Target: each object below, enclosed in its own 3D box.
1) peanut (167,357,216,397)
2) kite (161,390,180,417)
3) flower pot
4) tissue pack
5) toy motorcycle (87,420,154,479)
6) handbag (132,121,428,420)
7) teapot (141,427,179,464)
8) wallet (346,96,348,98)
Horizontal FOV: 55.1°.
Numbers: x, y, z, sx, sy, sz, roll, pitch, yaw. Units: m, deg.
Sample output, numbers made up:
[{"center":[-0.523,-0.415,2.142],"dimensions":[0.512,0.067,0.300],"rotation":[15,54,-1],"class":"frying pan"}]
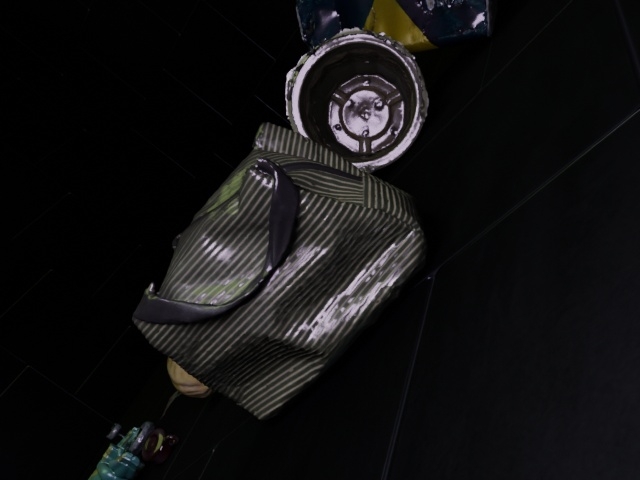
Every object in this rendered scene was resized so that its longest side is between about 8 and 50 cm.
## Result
[{"center":[-0.210,0.197,1.279],"dimensions":[0.147,0.147,0.306],"rotation":[-47,8,30],"class":"peanut"},{"center":[-0.410,0.444,1.727],"dimensions":[0.137,0.005,0.152],"rotation":[-59,11,-27],"class":"kite"},{"center":[0.086,-0.288,1.318],"dimensions":[0.290,0.290,0.259],"rotation":[-50,-2,12],"class":"flower pot"},{"center":[0.170,-0.555,1.368],"dimensions":[0.416,0.254,0.264],"rotation":[-2,29,22],"class":"tissue pack"},{"center":[-0.474,0.526,1.387],"dimensions":[0.296,0.109,0.198],"rotation":[-49,11,28],"class":"toy motorcycle"},{"center":[-0.051,0.031,0.752],"dimensions":[0.341,0.240,0.247],"rotation":[-47,14,23],"class":"handbag"},{"center":[-0.324,0.418,1.247],"dimensions":[0.100,0.045,0.068],"rotation":[-30,40,21],"class":"teapot"},{"center":[0.073,-0.253,1.562],"dimensions":[0.245,0.168,0.052],"rotation":[-43,34,47],"class":"wallet"}]
